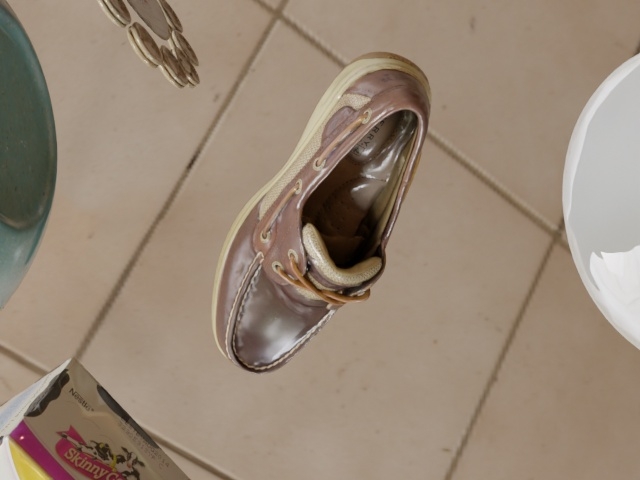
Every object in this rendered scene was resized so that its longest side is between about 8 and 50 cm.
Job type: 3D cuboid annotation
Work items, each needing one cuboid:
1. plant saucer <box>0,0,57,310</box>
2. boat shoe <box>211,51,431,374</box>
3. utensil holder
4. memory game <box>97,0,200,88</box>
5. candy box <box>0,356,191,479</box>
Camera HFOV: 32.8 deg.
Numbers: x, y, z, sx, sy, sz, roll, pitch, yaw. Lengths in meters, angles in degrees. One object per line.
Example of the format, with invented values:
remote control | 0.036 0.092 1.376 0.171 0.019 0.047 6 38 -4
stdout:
plant saucer | -0.159 -0.054 0.497 0.038 0.195 0.194 -7 89 8
boat shoe | 0.000 0.000 0.975 0.123 0.123 0.342 24 114 -20
utensil holder | 0.476 -0.058 1.059 0.386 0.328 0.327 -10 91 -35
memory game | -0.152 -0.197 0.858 0.012 0.186 0.186 -31 104 12
candy box | -0.169 0.185 0.607 0.159 0.233 0.071 49 32 -12
